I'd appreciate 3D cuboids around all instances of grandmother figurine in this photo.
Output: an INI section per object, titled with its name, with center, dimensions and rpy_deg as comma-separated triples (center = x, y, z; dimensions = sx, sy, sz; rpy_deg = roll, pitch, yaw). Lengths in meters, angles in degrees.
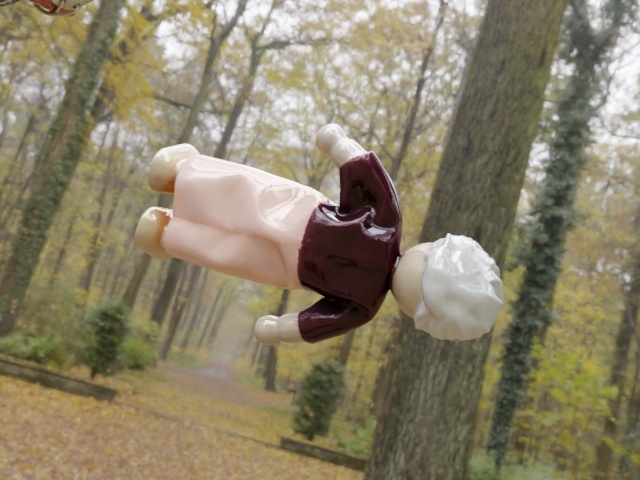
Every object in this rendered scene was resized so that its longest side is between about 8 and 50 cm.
[grandmother figurine]
center = 0.000, 0.000, 0.701
dimensions = 0.343, 0.207, 0.104
rpy_deg = 19, 20, 22

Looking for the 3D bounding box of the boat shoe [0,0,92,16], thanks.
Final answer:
[boat shoe]
center = -0.143, -0.150, 0.440
dimensions = 0.049, 0.137, 0.043
rpy_deg = 13, -56, 20
